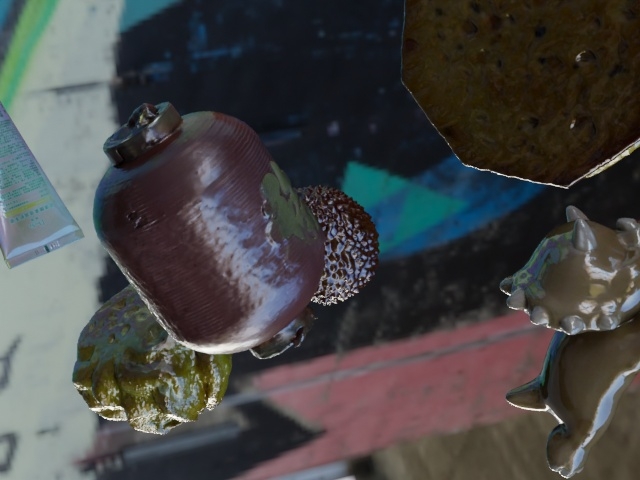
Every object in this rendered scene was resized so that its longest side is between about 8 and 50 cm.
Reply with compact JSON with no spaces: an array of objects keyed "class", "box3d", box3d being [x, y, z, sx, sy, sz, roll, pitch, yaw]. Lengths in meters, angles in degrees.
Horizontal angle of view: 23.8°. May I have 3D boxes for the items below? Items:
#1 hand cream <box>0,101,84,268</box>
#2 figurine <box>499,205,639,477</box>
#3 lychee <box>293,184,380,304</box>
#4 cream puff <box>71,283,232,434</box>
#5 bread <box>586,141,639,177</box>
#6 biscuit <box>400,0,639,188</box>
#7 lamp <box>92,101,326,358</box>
[{"class":"hand cream","box3d":[-0.270,-0.065,1.275,0.174,0.076,0.047,60,-35,5]},{"class":"figurine","box3d":[0.266,0.087,1.613,0.247,0.173,0.177,-63,177,32]},{"class":"lychee","box3d":[-0.003,0.002,1.571,0.123,0.129,0.123,-11,-112,28]},{"class":"cream puff","box3d":[-0.220,0.156,2.084,0.196,0.244,0.244,82,-15,-55]},{"class":"bread","box3d":[0.321,-0.199,1.961,0.245,0.121,0.174,47,-59,-6]},{"class":"biscuit","box3d":[0.256,-0.235,1.834,0.359,0.046,0.359,12,-65,27]},{"class":"lamp","box3d":[-0.100,-0.012,1.363,0.258,0.180,0.180,56,-17,-17]}]
